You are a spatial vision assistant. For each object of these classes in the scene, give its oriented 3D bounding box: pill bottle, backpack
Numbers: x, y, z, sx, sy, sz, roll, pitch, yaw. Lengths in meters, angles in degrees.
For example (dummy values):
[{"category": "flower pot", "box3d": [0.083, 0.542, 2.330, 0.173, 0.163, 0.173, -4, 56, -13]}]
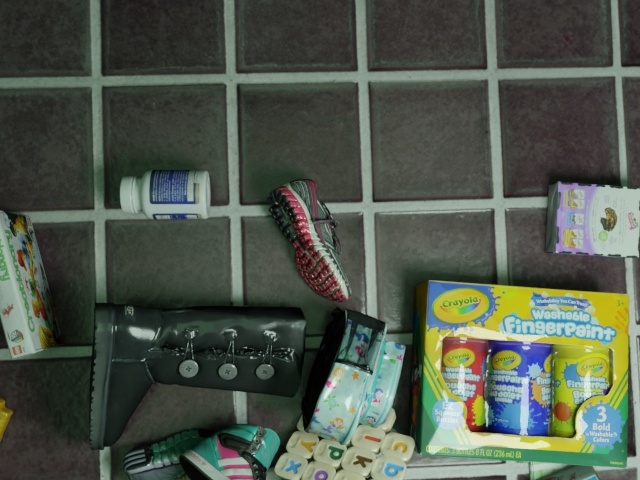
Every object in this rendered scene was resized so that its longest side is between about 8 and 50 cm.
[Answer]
[{"category": "pill bottle", "box3d": [-0.344, -0.102, 1.583, 0.187, 0.112, 0.111, 0, 87, -3]}, {"category": "backpack", "box3d": [0.061, 0.303, 1.504, 0.191, 0.225, 0.253, 24, 61, 2]}]

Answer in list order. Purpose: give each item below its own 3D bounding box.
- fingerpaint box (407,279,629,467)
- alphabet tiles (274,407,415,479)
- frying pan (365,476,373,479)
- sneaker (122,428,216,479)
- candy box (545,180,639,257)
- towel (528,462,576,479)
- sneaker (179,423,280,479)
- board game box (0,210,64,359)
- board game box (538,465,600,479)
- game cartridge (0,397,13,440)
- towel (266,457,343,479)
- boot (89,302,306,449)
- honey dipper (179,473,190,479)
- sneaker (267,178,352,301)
[{"category": "fingerpaint box", "box3d": [0.431, 0.288, 1.562, 0.445, 0.163, 0.370, 5, 82, -2]}, {"category": "alphabet tiles", "box3d": [0.051, 0.465, 1.519, 0.278, 0.021, 0.284, 7, 47, 29]}, {"category": "frying pan", "box3d": [0.019, 0.571, 1.551, 0.197, 0.326, 0.053, 7, 119, 25]}, {"category": "sneaker", "box3d": [-0.322, 0.493, 1.589, 0.224, 0.083, 0.098, -10, 121, -10]}, {"category": "candy box", "box3d": [0.632, -0.045, 1.647, 0.196, 0.070, 0.164, 4, 87, -2]}, {"category": "towel", "box3d": [0.535, 0.483, 1.641, 0.113, 0.023, 0.151, -4, 88, -2]}, {"category": "sneaker", "box3d": [-0.132, 0.487, 1.480, 0.296, 0.123, 0.178, 30, 49, 28]}, {"category": "board game box", "box3d": [-0.640, 0.092, 1.520, 0.053, 0.193, 0.305, -16, 89, -3]}, {"category": "board game box", "box3d": [0.567, 0.673, 1.567, 0.224, 0.097, 0.303, -29, 88, 14]}, {"category": "game cartridge", "box3d": [-0.873, 0.459, 1.563, 0.286, 0.053, 0.323, 23, 88, -2]}, {"category": "towel", "box3d": [-0.087, 0.565, 1.508, 0.325, 0.248, 0.038, -12, 118, -3]}, {"category": "boot", "box3d": [-0.269, 0.302, 1.554, 0.446, 0.146, 0.366, 3, 120, -19]}, {"category": "honey dipper", "box3d": [-0.240, 0.510, 1.603, 0.161, 0.030, 0.030, -26, 89, -7]}, {"category": "sneaker", "box3d": [0.000, 0.000, 1.598, 0.112, 0.121, 0.299, -29, 98, -34]}]
